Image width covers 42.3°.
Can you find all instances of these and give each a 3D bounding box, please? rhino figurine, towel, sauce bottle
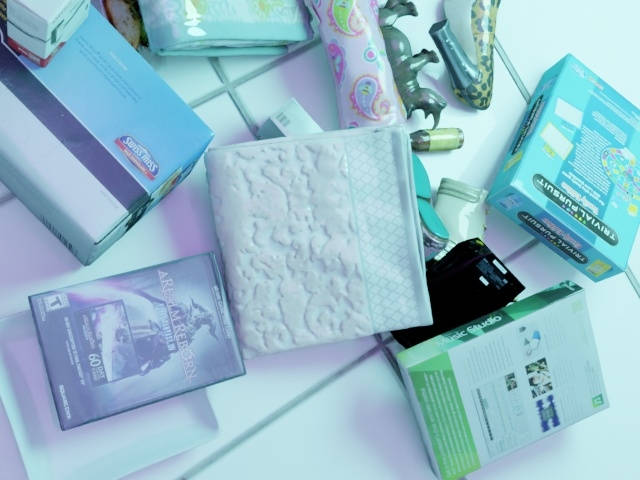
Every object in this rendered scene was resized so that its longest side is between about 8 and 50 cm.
[{"bbox_3d":[0.147,-0.302,1.431,0.106,0.073,0.243,-24,90,0],"label":"rhino figurine"},{"bbox_3d":[-0.159,-0.441,1.241,0.374,0.090,0.320,-22,98,-58],"label":"towel"},{"bbox_3d":[0.000,0.000,1.274,0.317,0.053,0.332,-9,95,-1],"label":"towel"},{"bbox_3d":[0.187,-0.175,1.442,0.128,0.042,0.042,-5,83,-20],"label":"sauce bottle"}]

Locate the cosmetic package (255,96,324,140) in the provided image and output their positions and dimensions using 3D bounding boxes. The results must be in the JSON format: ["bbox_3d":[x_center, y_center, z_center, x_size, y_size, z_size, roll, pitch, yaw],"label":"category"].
[{"bbox_3d":[0.004,-0.115,1.344,0.239,0.099,0.060,48,69,-6],"label":"cosmetic package"}]

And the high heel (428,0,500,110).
[{"bbox_3d":[0.298,-0.369,1.508,0.261,0.093,0.186,-53,122,-31],"label":"high heel"}]

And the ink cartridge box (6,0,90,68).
[{"bbox_3d":[-0.326,-0.282,0.996,0.056,0.135,0.099,35,70,-10],"label":"ink cartridge box"}]

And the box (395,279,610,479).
[{"bbox_3d":[0.301,0.229,1.342,0.322,0.058,0.232,-22,110,-11],"label":"box"}]

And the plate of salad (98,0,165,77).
[{"bbox_3d":[-0.274,-0.336,1.245,0.048,0.200,0.200,-16,86,14],"label":"plate of salad"}]

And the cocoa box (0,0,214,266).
[{"bbox_3d":[-0.360,-0.173,1.161,0.347,0.231,0.228,46,70,-6],"label":"cocoa box"}]

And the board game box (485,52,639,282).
[{"bbox_3d":[0.466,-0.133,1.474,0.254,0.079,0.336,36,60,-9],"label":"board game box"}]

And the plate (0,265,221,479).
[{"bbox_3d":[-0.320,0.210,1.214,0.278,0.045,0.277,-20,89,-20],"label":"plate"}]

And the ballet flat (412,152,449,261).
[{"bbox_3d":[0.153,-0.054,1.380,0.077,0.079,0.221,17,40,-31],"label":"ballet flat"}]

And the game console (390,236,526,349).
[{"bbox_3d":[0.288,0.176,1.389,0.213,0.044,0.361,-42,110,8],"label":"game console"}]

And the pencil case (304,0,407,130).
[{"bbox_3d":[0.056,-0.307,1.358,0.124,0.124,0.284,-19,100,-20],"label":"pencil case"}]

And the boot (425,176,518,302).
[{"bbox_3d":[0.272,0.001,1.427,0.213,0.077,0.165,28,71,-12],"label":"boot"}]

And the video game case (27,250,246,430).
[{"bbox_3d":[-0.263,0.141,1.207,0.274,0.026,0.196,-14,86,-19],"label":"video game case"}]
